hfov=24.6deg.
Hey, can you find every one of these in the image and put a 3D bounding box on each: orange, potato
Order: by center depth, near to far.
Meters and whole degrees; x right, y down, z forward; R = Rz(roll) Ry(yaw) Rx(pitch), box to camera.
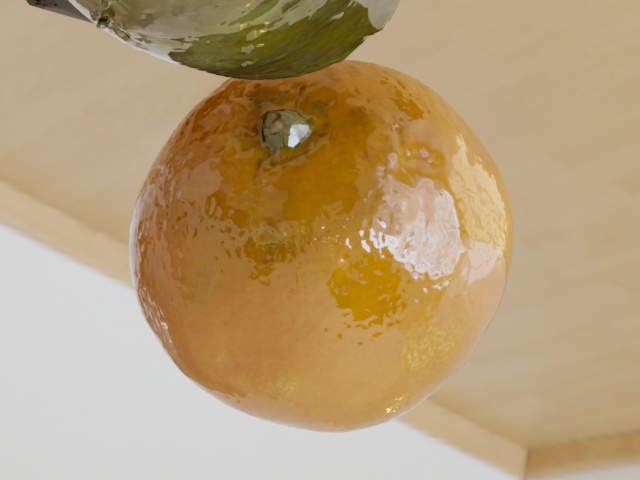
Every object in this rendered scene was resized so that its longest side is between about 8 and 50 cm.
[{"bbox_3d":[-0.040,-0.232,0.912,0.219,0.270,0.359,30,-176,14],"label":"potato"},{"bbox_3d":[0.000,0.000,1.185,0.312,0.312,0.312,10,153,5],"label":"orange"}]

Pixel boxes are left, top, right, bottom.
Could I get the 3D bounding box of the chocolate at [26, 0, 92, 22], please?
[{"bbox_3d":[-0.168,-0.266,1.174,0.156,0.156,0.133,20,154,-13],"label":"chocolate"}]
